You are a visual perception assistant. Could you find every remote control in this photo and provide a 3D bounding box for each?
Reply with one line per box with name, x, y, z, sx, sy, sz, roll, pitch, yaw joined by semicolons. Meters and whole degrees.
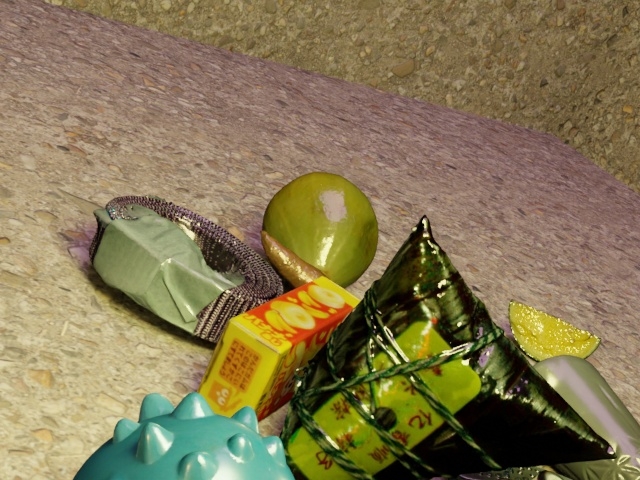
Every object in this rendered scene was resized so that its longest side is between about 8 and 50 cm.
remote control;0.278;0.344;1.432;0.222;0.042;0.072;17;21;-12

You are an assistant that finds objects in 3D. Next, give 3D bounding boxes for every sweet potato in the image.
sweet potato;0.010;0.097;1.656;0.314;0.072;0.066;42;61;-8

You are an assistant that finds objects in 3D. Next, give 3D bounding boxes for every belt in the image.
belt;-0.206;0.045;1.562;0.325;0.122;0.260;37;18;27

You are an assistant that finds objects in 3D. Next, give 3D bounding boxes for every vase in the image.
vase;0.440;0.330;1.519;0.251;0.156;0.301;38;9;-48

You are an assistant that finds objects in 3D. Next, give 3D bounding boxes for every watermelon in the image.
watermelon;0.436;0.186;1.920;0.181;0.092;0.075;22;5;20

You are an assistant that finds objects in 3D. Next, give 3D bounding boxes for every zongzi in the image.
zongzi;0.153;0.213;1.257;0.362;0.383;0.319;41;30;2

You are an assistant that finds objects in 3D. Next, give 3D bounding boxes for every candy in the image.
candy;-0.052;0.153;1.418;0.088;0.146;0.276;31;21;17

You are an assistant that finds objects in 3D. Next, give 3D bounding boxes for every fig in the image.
fig;0.006;0.001;1.779;0.207;0.207;0.230;5;48;-39

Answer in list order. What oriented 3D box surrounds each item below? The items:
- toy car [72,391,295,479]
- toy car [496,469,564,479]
toy car;-0.136;0.243;0.983;0.188;0.190;0.255;0;-6;-43
toy car;0.225;0.376;1.155;0.235;0.172;0.158;3;45;-48
